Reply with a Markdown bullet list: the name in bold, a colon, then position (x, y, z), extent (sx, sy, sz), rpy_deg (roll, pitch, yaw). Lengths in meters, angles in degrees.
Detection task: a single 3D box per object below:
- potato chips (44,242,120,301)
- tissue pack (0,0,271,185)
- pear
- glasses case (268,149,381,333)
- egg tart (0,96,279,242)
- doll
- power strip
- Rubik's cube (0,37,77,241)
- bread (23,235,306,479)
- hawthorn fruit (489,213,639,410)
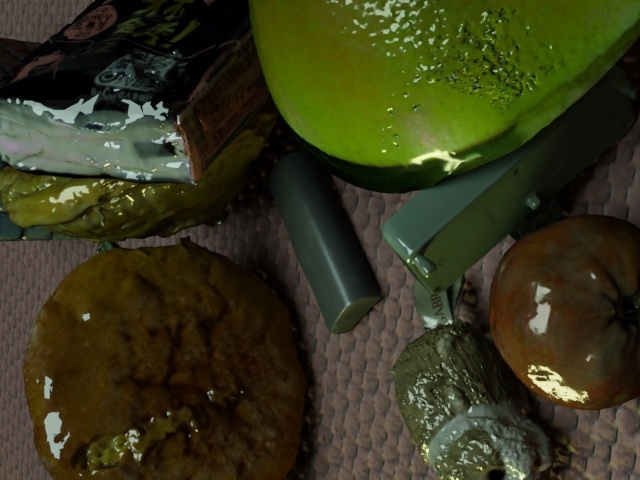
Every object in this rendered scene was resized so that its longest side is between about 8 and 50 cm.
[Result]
- **potato chips**: position (-0.316, 0.107, 1.518), extent (0.220, 0.029, 0.202), rpy_deg (-36, 67, 42)
- **tissue pack**: position (-0.135, -0.176, 1.054), extent (0.245, 0.332, 0.123), rpy_deg (6, 131, 29)
- **pear**: position (0.069, -0.252, 0.834), extent (0.399, 0.165, 0.398), rpy_deg (-27, 46, 33)
- **glasses case**: position (-0.001, -0.001, 1.134), extent (0.072, 0.042, 0.190), rpy_deg (-52, 54, 47)
- **egg tart**: position (-0.193, -0.087, 1.195), extent (0.352, 0.339, 0.153), rpy_deg (-20, 116, 13)
- **doll**: position (0.118, 0.131, 0.942), extent (0.115, 0.105, 0.221), rpy_deg (-48, 58, 47)
- **power strip**: position (0.160, -0.037, 0.861), extent (0.216, 0.145, 0.061), rpy_deg (-41, 60, 2)
- **Rubik's cube**: position (-0.460, -0.145, 1.522), extent (0.238, 0.237, 0.236), rpy_deg (37, 119, 44)
- **bread**: position (-0.169, 0.159, 1.160), extent (0.172, 0.312, 0.312), rpy_deg (152, 111, -63)
- **hawthorn fruit**: position (0.183, 0.062, 0.836), extent (0.189, 0.149, 0.149), rpy_deg (-31, 68, 45)
